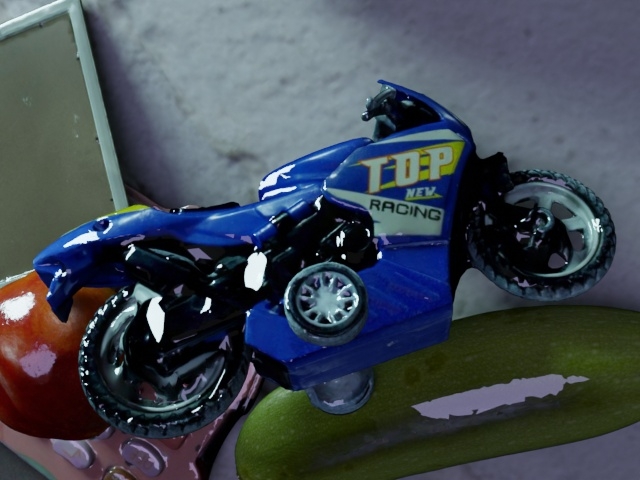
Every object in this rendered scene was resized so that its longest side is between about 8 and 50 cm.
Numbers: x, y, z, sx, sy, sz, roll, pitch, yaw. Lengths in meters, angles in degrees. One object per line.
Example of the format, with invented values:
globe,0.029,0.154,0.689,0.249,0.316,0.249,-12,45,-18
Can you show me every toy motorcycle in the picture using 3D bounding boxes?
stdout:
toy motorcycle,0.000,0.000,0.515,0.315,0.113,0.169,-18,61,-6

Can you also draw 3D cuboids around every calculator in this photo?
calculator,-0.169,0.111,0.634,0.220,0.048,0.330,37,102,6

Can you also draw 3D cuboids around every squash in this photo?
squash,0.096,0.090,0.551,0.341,0.094,0.094,-17,95,17

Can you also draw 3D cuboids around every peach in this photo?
peach,-0.158,0.071,0.559,0.100,0.101,0.101,2,99,12

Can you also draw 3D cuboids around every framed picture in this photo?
framed picture,-0.202,-0.058,0.609,0.142,0.011,0.183,-18,80,14
